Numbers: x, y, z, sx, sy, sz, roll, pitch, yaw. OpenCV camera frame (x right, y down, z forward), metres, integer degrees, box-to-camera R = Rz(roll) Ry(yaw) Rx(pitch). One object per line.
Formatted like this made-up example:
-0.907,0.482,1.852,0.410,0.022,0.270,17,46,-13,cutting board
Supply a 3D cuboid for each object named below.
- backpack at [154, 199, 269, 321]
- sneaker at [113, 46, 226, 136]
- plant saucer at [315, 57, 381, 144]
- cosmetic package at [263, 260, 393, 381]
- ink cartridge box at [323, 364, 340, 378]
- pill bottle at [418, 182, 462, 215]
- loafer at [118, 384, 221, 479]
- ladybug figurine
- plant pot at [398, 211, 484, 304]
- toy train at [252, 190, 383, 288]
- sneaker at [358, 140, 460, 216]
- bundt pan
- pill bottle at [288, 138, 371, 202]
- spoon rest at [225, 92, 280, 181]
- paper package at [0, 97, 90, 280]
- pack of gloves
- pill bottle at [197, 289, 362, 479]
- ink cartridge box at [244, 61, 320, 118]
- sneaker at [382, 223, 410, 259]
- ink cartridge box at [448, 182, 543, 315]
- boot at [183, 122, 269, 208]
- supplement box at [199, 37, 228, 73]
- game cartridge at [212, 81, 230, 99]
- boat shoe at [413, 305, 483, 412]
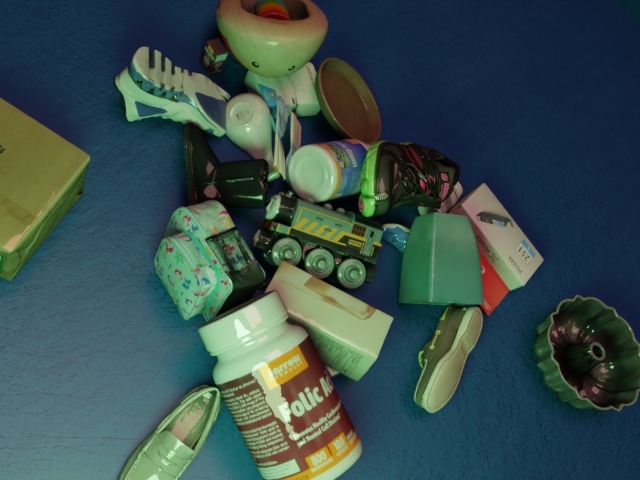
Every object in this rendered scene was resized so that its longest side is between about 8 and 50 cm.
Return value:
-0.264,0.043,1.618,0.191,0.225,0.253,-14,66,-33,backpack
-0.401,-0.364,1.823,0.316,0.182,0.127,28,53,-45,sneaker
0.077,-0.394,2.045,0.278,0.041,0.277,29,48,-39,plant saucer
0.001,0.191,1.679,0.296,0.153,0.129,29,53,0,cosmetic package
0.020,0.277,1.741,0.063,0.029,0.115,-20,66,-31,ink cartridge box
0.351,-0.119,2.064,0.078,0.078,0.137,47,56,3,pill bottle
-0.313,0.429,1.464,0.112,0.111,0.319,35,56,-4,loafer
-0.137,-0.577,1.961,0.305,0.161,0.449,4,34,-8,ladybug figurine
0.316,0.050,1.870,0.166,0.166,0.234,5,82,-22,plant pot
0.000,0.000,1.779,0.334,0.142,0.190,18,87,-18,toy train
0.243,-0.169,1.864,0.202,0.185,0.483,14,23,24,sneaker
0.735,0.326,1.986,0.331,0.124,0.330,10,62,-19,bundt pan
0.052,-0.192,1.893,0.272,0.152,0.152,-19,73,-52,pill bottle
-0.177,-0.269,1.895,0.137,0.084,0.276,-24,73,4,spoon rest
-0.718,-0.131,1.532,0.325,0.168,0.309,33,58,-7,paper package
-0.102,-0.251,1.882,0.046,0.195,0.232,-5,66,14,pack of gloves
-0.090,0.318,1.509,0.224,0.224,0.392,-28,92,-33,pill bottle
-0.101,-0.424,2.011,0.191,0.082,0.139,-9,70,-29,ink cartridge box
0.227,0.012,1.953,0.152,0.058,0.084,21,50,-21,sneaker
0.476,0.021,2.034,0.296,0.066,0.261,51,55,-3,ink cartridge box
-0.235,-0.187,1.789,0.207,0.094,0.246,-6,73,-5,boot
-0.294,-0.509,1.965,0.043,0.083,0.055,-26,77,-33,supplement box
-0.269,-0.403,1.928,0.056,0.083,0.017,40,91,-4,game cartridge
0.313,0.297,1.827,0.324,0.097,0.116,-56,135,-31,boat shoe
